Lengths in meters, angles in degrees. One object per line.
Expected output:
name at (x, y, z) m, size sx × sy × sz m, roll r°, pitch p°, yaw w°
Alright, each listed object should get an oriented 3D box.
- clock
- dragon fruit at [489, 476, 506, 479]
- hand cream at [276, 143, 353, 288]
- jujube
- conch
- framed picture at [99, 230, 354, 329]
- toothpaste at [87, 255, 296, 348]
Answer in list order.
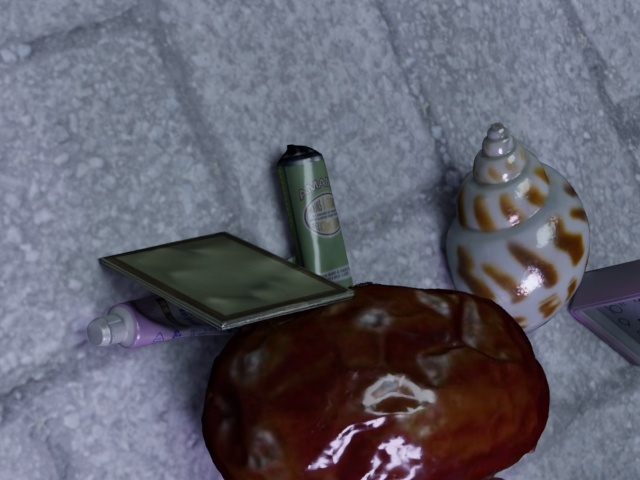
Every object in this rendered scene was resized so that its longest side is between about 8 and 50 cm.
clock at (0.439, 0.091, 2.147) m, size 0.150 × 0.197 × 0.063 m, roll 38°, pitch 61°, yaw -23°
dragon fruit at (0.164, 0.345, 1.931) m, size 0.111 × 0.153 × 0.153 m, roll 0°, pitch 78°, yaw -18°
hand cream at (0.000, 0.000, 1.944) m, size 0.086 × 0.055 × 0.235 m, roll -15°, pitch 91°, yaw -48°
jujube at (0.065, 0.180, 1.817) m, size 0.377 × 0.276 × 0.276 m, roll -8°, pitch 83°, yaw -38°
conch at (0.244, -0.016, 2.062) m, size 0.183 × 0.149 × 0.275 m, roll -42°, pitch 106°, yaw -40°
framed picture at (-0.101, 0.038, 1.762) m, size 0.173 × 0.231 × 0.010 m, roll -12°, pitch 114°, yaw -36°
toothpaste at (-0.129, 0.077, 1.830) m, size 0.301 × 0.048 × 0.075 m, roll -11°, pitch 67°, yaw -45°
